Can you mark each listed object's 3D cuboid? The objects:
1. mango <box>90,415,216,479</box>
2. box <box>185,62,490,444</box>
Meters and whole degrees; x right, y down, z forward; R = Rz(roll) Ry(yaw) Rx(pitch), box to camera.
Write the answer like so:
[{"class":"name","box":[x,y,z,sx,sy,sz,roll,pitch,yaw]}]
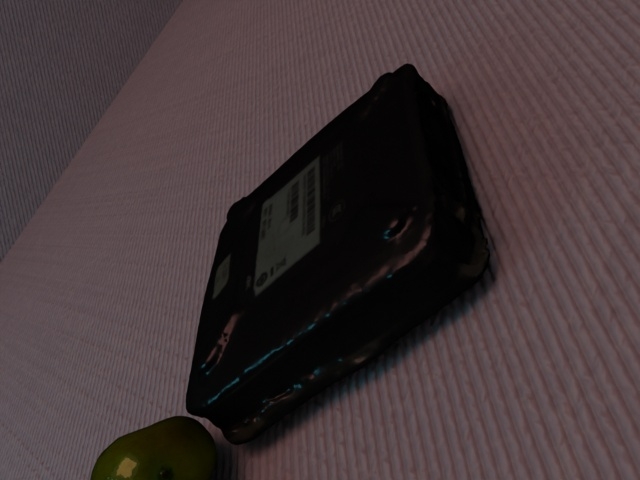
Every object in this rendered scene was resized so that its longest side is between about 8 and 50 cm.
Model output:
[{"class":"mango","box":[-0.158,0.217,0.754,0.117,0.089,0.163,-30,3,11]},{"class":"box","box":[0.000,0.000,0.809,0.350,0.091,0.359,-37,29,25]}]
